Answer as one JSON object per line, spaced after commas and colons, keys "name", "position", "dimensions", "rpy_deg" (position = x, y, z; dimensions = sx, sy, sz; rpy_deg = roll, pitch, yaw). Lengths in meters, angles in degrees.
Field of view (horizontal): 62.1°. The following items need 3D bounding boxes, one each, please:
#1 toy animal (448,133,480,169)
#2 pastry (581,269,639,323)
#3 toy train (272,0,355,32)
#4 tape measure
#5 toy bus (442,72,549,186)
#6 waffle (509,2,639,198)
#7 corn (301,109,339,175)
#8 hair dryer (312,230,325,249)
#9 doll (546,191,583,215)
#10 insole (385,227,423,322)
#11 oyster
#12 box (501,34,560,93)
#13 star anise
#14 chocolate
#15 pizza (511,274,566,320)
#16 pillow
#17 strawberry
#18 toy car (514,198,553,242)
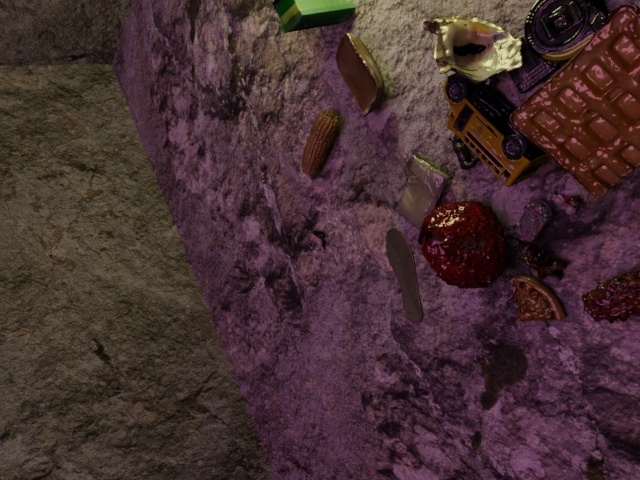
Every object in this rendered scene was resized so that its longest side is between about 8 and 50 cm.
{"name": "toy animal", "position": [0.417, -0.273, 1.563], "dimensions": [0.065, 0.047, 0.135], "rpy_deg": [-23, 90, 60]}
{"name": "pastry", "position": [0.738, 0.128, 1.272], "dimensions": [0.208, 0.097, 0.115], "rpy_deg": [-40, 76, 47]}
{"name": "toy train", "position": [-0.035, -0.798, 1.735], "dimensions": [0.120, 0.301, 0.202], "rpy_deg": [-19, 97, 51]}
{"name": "tape measure", "position": [0.572, -0.497, 1.231], "dimensions": [0.186, 0.112, 0.199], "rpy_deg": [-34, 72, 42]}
{"name": "toy bus", "position": [0.455, -0.307, 1.425], "dimensions": [0.331, 0.145, 0.151], "rpy_deg": [53, 147, 21]}
{"name": "waffle", "position": [0.643, -0.298, 1.179], "dimensions": [0.304, 0.077, 0.348], "rpy_deg": [45, 136, 4]}
{"name": "corn", "position": [-0.005, -0.363, 2.011], "dimensions": [0.101, 0.101, 0.291], "rpy_deg": [50, 140, 27]}
{"name": "hair dryer", "position": [0.000, 0.000, 2.192], "dimensions": [0.079, 0.031, 0.083], "rpy_deg": [17, 124, 59]}
{"name": "doll", "position": [0.632, -0.102, 1.371], "dimensions": [0.085, 0.040, 0.058], "rpy_deg": [50, 146, 26]}
{"name": "insole", "position": [0.298, 0.125, 1.882], "dimensions": [0.119, 0.009, 0.348], "rpy_deg": [-9, 95, 51]}
{"name": "oyster", "position": [0.394, -0.509, 1.416], "dimensions": [0.275, 0.271, 0.100], "rpy_deg": [11, 141, 12]}
{"name": "box", "position": [0.537, -0.462, 1.365], "dimensions": [0.125, 0.027, 0.126], "rpy_deg": [-38, 74, 50]}
{"name": "star anise", "position": [0.581, 0.040, 1.450], "dimensions": [0.191, 0.070, 0.097], "rpy_deg": [36, 161, 13]}
{"name": "chocolate", "position": [0.145, -0.559, 1.767], "dimensions": [0.261, 0.083, 0.161], "rpy_deg": [65, 158, 12]}
{"name": "pizza", "position": [0.602, 0.181, 1.500], "dimensions": [0.175, 0.046, 0.134], "rpy_deg": [40, 131, 35]}
{"name": "pillow", "position": [0.325, -0.148, 1.721], "dimensions": [0.148, 0.050, 0.229], "rpy_deg": [47, 138, 36]}
{"name": "strawberry", "position": [0.398, 0.016, 1.553], "dimensions": [0.274, 0.221, 0.274], "rpy_deg": [16, 110, 48]}
{"name": "toy car", "position": [0.579, -0.054, 1.437], "dimensions": [0.069, 0.055, 0.142], "rpy_deg": [47, 155, 26]}
